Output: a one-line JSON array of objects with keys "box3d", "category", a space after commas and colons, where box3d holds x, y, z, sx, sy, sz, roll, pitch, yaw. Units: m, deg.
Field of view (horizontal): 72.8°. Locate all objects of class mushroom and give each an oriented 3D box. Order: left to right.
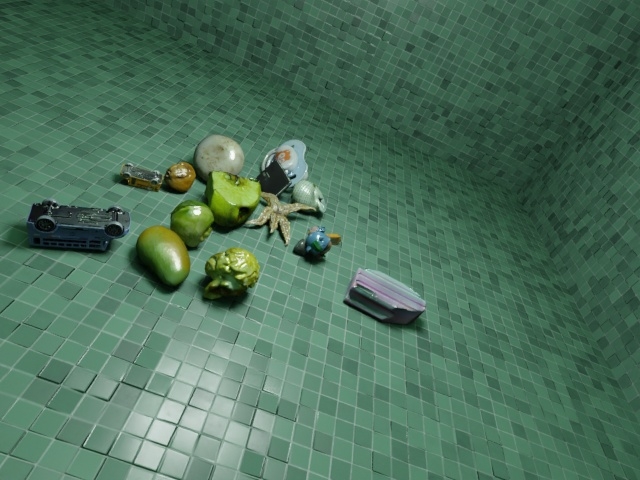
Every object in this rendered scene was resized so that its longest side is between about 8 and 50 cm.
[{"box3d": [-0.472, -0.373, 2.068, 0.243, 0.244, 0.244, 18, 35, -13], "category": "mushroom"}]

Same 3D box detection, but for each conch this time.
[{"box3d": [-0.065, -0.204, 2.162, 0.200, 0.131, 0.172, 63, 14, 3], "category": "conch"}]

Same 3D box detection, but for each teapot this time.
[{"box3d": [-0.080, 0.030, 1.907, 0.057, 0.066, 0.088, 44, 9, -10], "category": "teapot"}]

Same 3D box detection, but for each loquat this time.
[{"box3d": [-0.611, -0.275, 1.881, 0.137, 0.137, 0.113, -16, 57, -46], "category": "loquat"}]

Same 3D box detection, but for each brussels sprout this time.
[{"box3d": [-0.493, -0.067, 1.628, 0.145, 0.183, 0.131, 20, 23, -50], "category": "brussels sprout"}]

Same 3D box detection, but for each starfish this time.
[{"box3d": [-0.189, -0.095, 1.971, 0.301, 0.084, 0.294, 20, 38, -4], "category": "starfish"}]

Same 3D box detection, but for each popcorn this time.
[{"box3d": [-0.319, 0.123, 1.528, 0.197, 0.198, 0.213, 28, 60, 1], "category": "popcorn"}]

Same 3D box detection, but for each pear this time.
[{"box3d": [-0.367, -0.157, 1.863, 0.238, 0.164, 0.256, 10, 40, -29], "category": "pear"}]

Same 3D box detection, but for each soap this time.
[{"box3d": [0.274, 0.241, 1.815, 0.323, 0.109, 0.193, 27, 34, 0], "category": "soap"}]

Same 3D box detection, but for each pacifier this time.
[{"box3d": [-0.155, -0.380, 2.315, 0.233, 0.243, 0.300, 36, 42, -50], "category": "pacifier"}]

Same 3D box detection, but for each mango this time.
[{"box3d": [-0.537, 0.050, 1.507, 0.251, 0.114, 0.156, 44, 34, 25], "category": "mango"}]

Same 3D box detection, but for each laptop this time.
[{"box3d": [-0.235, -0.300, 2.164, 0.026, 0.154, 0.207, 34, 19, -49], "category": "laptop"}]

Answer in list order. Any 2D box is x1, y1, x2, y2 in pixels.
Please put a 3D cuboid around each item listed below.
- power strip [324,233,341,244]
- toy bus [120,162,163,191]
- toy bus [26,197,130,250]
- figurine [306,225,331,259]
[{"box3d": [0.020, -0.005, 2.023, 0.178, 0.049, 0.028, -2, 37, -36], "category": "power strip"}, {"box3d": [-0.749, -0.261, 1.814, 0.162, 0.074, 0.070, 14, 43, -23], "category": "toy bus"}, {"box3d": [-0.793, -0.043, 1.442, 0.291, 0.133, 0.126, 5, 34, -26], "category": "toy bus"}, {"box3d": [-0.002, 0.005, 1.903, 0.145, 0.114, 0.178, 57, 10, -29], "category": "figurine"}]
